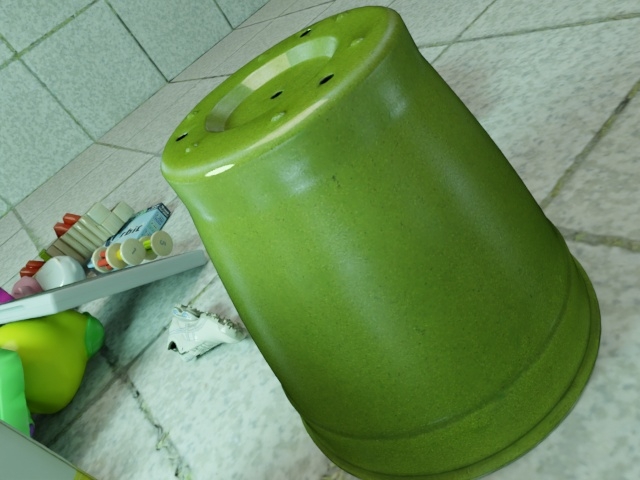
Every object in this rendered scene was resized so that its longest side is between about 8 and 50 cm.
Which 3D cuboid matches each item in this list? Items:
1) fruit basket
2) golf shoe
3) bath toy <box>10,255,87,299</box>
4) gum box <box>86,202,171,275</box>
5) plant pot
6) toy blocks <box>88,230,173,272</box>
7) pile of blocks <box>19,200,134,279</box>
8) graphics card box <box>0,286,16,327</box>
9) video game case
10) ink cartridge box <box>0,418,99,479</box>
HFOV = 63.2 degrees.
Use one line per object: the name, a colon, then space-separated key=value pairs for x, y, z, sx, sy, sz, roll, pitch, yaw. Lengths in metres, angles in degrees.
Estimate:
fruit basket: x=-0.534 y=0.270 z=0.862 sx=0.391 sy=0.283 sz=0.392 roll=-4 pitch=0 yaw=0
golf shoe: x=-0.180 y=0.153 z=0.811 sx=0.176 sy=0.069 sz=0.086 roll=1 pitch=67 yaw=48
bath toy: x=-0.704 y=0.155 z=1.245 sx=0.348 sy=0.129 sz=0.151 roll=-35 pitch=75 yaw=4
gum box: x=-0.479 y=-0.004 z=1.309 sx=0.156 sy=0.041 sz=0.185 roll=-16 pitch=37 yaw=30
plant pot: x=0.044 y=-0.014 z=0.524 sx=0.366 sy=0.353 sz=0.367 roll=-24 pitch=33 yaw=17
toy blocks: x=-0.391 y=0.026 z=1.055 sx=0.148 sy=0.054 sz=0.123 roll=-13 pitch=5 yaw=36
pile of blocks: x=-0.649 y=0.000 z=1.347 sx=0.362 sy=0.113 sz=0.149 roll=-41 pitch=25 yaw=5
graphics card box: x=-0.735 y=0.166 z=1.011 sx=0.094 sy=0.371 sz=0.233 roll=-7 pitch=40 yaw=39
video game case: x=-0.433 y=0.090 z=0.982 sx=0.299 sy=0.036 sz=0.329 roll=-13 pitch=5 yaw=33
ink cartridge box: x=-0.266 y=0.302 z=0.365 sx=0.160 sy=0.385 sz=0.279 roll=-10 pitch=39 yaw=35
